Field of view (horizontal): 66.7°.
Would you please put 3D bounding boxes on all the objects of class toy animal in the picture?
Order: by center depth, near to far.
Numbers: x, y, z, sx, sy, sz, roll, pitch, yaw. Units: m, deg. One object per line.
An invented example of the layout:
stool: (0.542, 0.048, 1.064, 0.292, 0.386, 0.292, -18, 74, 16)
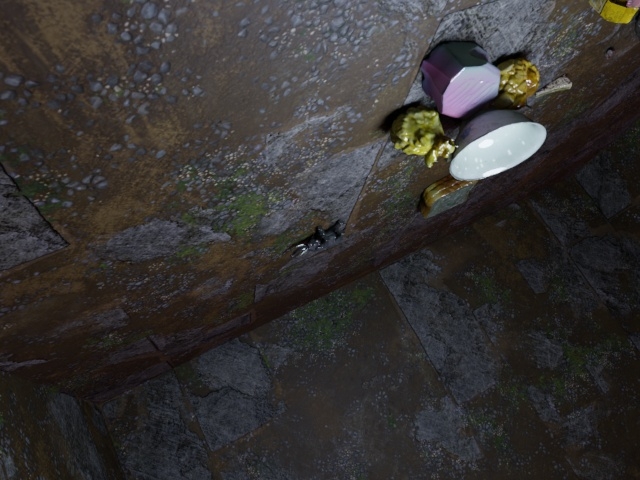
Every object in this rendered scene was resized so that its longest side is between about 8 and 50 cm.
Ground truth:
toy animal: (0.000, -0.004, 2.102, 0.269, 0.082, 0.137, -22, 161, -25)

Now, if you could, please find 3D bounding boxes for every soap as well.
soap: (0.405, -0.461, 1.406, 0.193, 0.109, 0.323, -41, 159, 32)

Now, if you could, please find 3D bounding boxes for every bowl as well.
bowl: (0.548, -0.339, 1.582, 0.313, 0.146, 0.313, -13, 159, -5)

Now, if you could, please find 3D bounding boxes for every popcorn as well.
popcorn: (0.313, -0.319, 1.509, 0.168, 0.195, 0.173, -27, 170, -35)
popcorn: (0.611, -0.507, 1.571, 0.194, 0.163, 0.140, -56, -165, -24)

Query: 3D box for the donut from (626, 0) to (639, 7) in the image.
donut: (0.981, -0.794, 1.422, 0.199, 0.085, 0.233, -18, 160, -34)

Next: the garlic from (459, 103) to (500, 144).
garlic: (0.571, -0.440, 1.714, 0.199, 0.199, 0.226, -31, 133, 4)

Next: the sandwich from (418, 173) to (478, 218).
sandwich: (0.637, -0.231, 2.459, 0.271, 0.099, 0.301, -28, 164, -4)

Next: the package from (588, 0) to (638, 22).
package: (0.862, -0.696, 1.437, 0.047, 0.131, 0.071, -34, 166, -1)

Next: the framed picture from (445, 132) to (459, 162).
framed picture: (0.655, -0.442, 2.017, 0.289, 0.020, 0.211, -29, 163, 1)

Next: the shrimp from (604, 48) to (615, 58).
shrimp: (1.158, -0.745, 1.947, 0.092, 0.029, 0.038, -16, 158, -48)

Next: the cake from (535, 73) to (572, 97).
cake: (0.925, -0.617, 1.946, 0.140, 0.055, 0.051, -14, 167, 11)

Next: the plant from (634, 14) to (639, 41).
plant: (1.301, -0.803, 1.694, 0.312, 0.215, 0.213, -34, 165, 9)
